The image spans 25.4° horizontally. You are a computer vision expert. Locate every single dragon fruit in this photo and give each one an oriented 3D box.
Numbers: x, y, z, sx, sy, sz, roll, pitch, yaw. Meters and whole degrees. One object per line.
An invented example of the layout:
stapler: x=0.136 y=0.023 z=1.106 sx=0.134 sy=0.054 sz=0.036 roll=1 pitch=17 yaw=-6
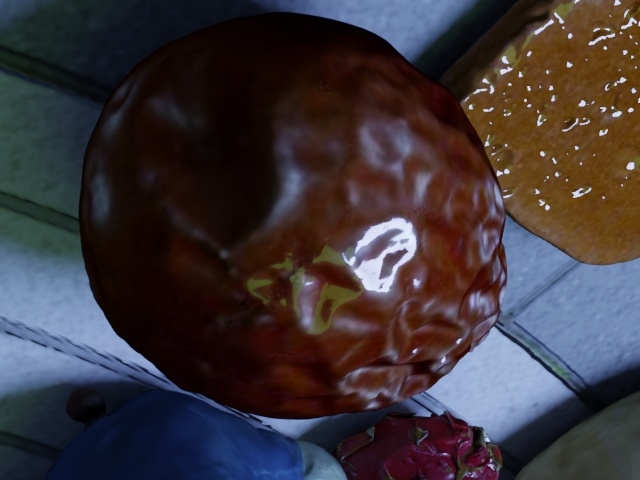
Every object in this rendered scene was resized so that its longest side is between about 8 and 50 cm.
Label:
dragon fruit: x=0.023 y=0.166 z=0.818 sx=0.094 sy=0.094 sz=0.190 roll=20 pitch=131 yaw=-38

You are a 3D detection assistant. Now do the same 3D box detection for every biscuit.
biscuit: x=0.158 y=-0.077 z=0.689 sx=0.186 sy=0.036 sz=0.192 roll=-46 pitch=134 yaw=15

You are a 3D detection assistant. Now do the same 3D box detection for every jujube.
jujube: x=0.000 y=0.000 z=0.608 sx=0.168 sy=0.168 sz=0.236 roll=-38 pitch=153 yaw=10

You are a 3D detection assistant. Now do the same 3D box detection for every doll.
doll: x=-0.111 y=0.196 z=0.714 sx=0.154 sy=0.228 sz=0.258 roll=33 pitch=103 yaw=5

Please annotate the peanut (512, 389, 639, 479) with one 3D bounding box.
peanut: x=0.271 y=0.167 z=0.884 sx=0.387 sy=0.169 sz=0.192 roll=-10 pitch=138 yaw=-13
